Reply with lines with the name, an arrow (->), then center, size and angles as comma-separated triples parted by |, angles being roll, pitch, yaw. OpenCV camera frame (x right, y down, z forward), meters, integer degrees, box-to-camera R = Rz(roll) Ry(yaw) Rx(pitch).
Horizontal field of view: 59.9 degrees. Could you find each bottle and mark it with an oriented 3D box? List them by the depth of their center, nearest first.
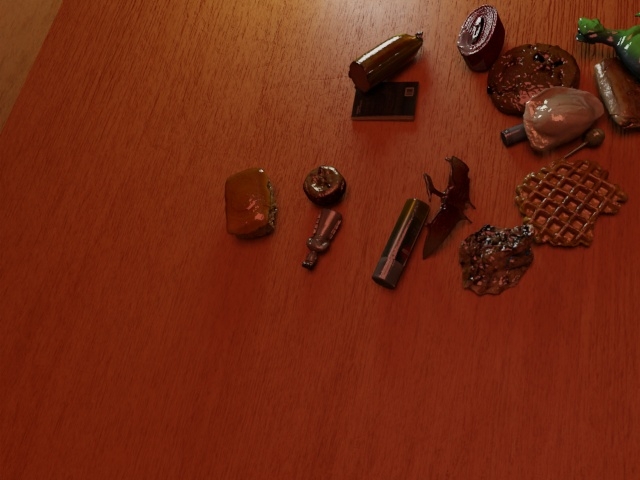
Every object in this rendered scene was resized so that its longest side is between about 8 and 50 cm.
bottle -> 0.250, 0.009, 1.719 | 0.082, 0.082, 0.286 | 21, 75, 23

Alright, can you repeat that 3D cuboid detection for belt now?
belt -> 0.558, -0.689, 1.911 | 0.128, 0.124, 0.201 | 12, 76, 38

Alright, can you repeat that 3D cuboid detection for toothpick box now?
toothpick box -> 0.626, -0.341, 1.779 | 0.083, 0.052, 0.052 | -21, 63, 5

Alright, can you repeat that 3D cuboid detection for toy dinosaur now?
toy dinosaur -> 0.963, -0.504, 1.652 | 0.374, 0.144, 0.500 | 9, 58, 10
toy dinosaur -> 0.383, -0.109, 1.720 | 0.206, 0.113, 0.327 | -1, 85, -24

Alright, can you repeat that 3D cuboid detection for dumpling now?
dumpling -> 0.741, -0.392, 1.712 | 0.252, 0.131, 0.179 | -28, 76, 5

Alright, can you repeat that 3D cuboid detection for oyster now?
oyster -> 0.514, 0.051, 1.630 | 0.214, 0.083, 0.223 | 1, 74, 19

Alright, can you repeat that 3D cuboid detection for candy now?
candy -> 0.782, -0.278, 1.715 | 0.202, 0.061, 0.061 | -35, 62, 9

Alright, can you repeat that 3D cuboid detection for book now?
book -> 0.229, -0.498, 1.976 | 0.228, 0.024, 0.160 | 4, 67, 18

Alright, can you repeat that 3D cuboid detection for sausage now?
sausage -> 0.252, -0.660, 1.977 | 0.317, 0.125, 0.117 | -37, 97, -11

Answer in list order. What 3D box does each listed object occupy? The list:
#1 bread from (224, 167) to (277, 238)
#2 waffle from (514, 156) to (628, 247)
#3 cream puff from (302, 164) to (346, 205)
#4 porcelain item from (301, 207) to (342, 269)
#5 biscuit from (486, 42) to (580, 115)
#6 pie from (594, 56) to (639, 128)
bread -> -0.241, -0.125, 1.897 | 0.174, 0.121, 0.246 | -9, 67, 11
waffle -> 0.735, -0.113, 1.646 | 0.300, 0.058, 0.282 | -29, 64, 3
cream puff -> 0.016, -0.181, 1.867 | 0.149, 0.084, 0.149 | -6, 62, 11
porcelain item -> 0.000, 0.000, 1.810 | 0.084, 0.054, 0.213 | 16, 72, 24
biscuit -> 0.700, -0.536, 1.830 | 0.295, 0.075, 0.296 | -6, 66, 14
pie -> 0.939, -0.451, 1.723 | 0.128, 0.068, 0.283 | -2, 59, -3
